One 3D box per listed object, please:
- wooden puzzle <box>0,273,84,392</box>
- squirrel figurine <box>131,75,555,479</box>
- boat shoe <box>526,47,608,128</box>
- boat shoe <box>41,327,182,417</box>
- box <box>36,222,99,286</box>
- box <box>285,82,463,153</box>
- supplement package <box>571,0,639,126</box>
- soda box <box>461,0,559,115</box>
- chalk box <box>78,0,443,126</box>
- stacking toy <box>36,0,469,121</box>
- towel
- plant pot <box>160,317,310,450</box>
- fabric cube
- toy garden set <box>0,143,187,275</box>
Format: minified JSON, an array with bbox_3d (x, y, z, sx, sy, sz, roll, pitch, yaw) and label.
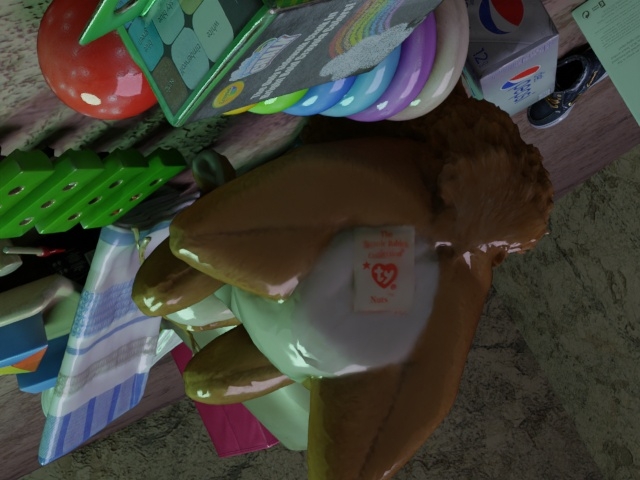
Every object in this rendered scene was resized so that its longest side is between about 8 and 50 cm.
[{"bbox_3d":[-0.375,0.138,1.263,0.322,0.080,0.348,-19,170,4],"label":"wooden puzzle"},{"bbox_3d":[0.007,-0.006,1.095,0.397,0.281,0.370,-41,-162,-14],"label":"squirrel figurine"},{"bbox_3d":[0.362,-0.232,1.773,0.083,0.065,0.183,-18,160,-42],"label":"boat shoe"},{"bbox_3d":[-0.309,0.169,1.676,0.367,0.136,0.156,-36,169,25],"label":"boat shoe"},{"bbox_3d":[-0.263,0.021,1.243,0.062,0.052,0.083,-25,172,-13],"label":"box"},{"bbox_3d":[0.049,-0.130,1.349,0.159,0.044,0.233,-26,175,-22],"label":"box"},{"bbox_3d":[0.496,-0.234,1.502,0.199,0.263,0.198,-32,170,24],"label":"supplement package"},{"bbox_3d":[0.194,-0.206,1.247,0.091,0.098,0.286,-29,171,7],"label":"soda box"},{"bbox_3d":[-0.044,-0.160,0.659,0.213,0.132,0.132,-21,169,-38],"label":"chalk box"},{"bbox_3d":[-0.044,-0.137,0.808,0.330,0.141,0.141,-15,164,-44],"label":"stacking toy"},{"bbox_3d":[-0.214,0.087,1.253,0.209,0.034,0.285,-30,141,-70],"label":"towel"},{"bbox_3d":[-0.028,0.103,1.481,0.323,0.280,0.323,-27,-175,3],"label":"plant pot"},{"bbox_3d":[-0.108,0.253,2.285,0.254,0.258,0.259,-25,178,-31],"label":"fabric cube"},{"bbox_3d":[-0.260,-0.028,1.006,0.204,0.049,0.244,-35,171,22],"label":"toy garden set"}]
